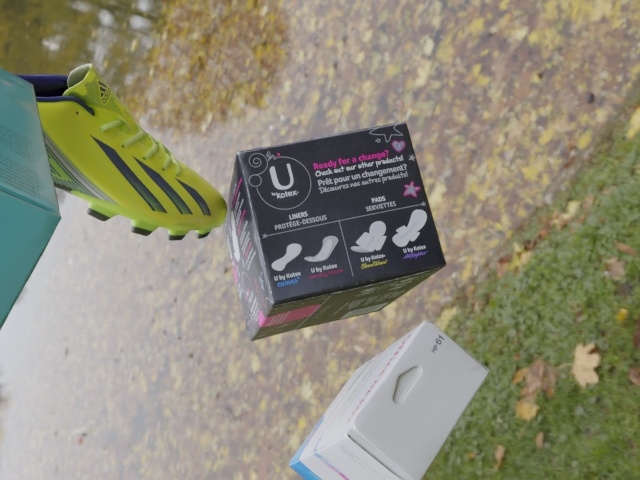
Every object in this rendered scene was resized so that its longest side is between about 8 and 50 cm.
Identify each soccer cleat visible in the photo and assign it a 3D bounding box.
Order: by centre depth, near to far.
[{"bbox_3d":[-0.189,-0.083,0.708,0.093,0.289,0.121,25,93,51],"label":"soccer cleat"}]

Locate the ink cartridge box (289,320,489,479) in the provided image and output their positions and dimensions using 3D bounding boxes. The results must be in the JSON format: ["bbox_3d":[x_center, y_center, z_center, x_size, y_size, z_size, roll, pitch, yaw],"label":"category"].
[{"bbox_3d":[0.039,0.111,0.504,0.088,0.052,0.122,-50,-2,-28],"label":"ink cartridge box"}]

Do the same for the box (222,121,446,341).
[{"bbox_3d":[0.000,0.000,0.803,0.247,0.163,0.142,125,131,-74],"label":"box"}]

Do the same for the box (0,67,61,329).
[{"bbox_3d":[-0.204,-0.031,0.460,0.100,0.060,0.244,-57,31,11],"label":"box"}]
